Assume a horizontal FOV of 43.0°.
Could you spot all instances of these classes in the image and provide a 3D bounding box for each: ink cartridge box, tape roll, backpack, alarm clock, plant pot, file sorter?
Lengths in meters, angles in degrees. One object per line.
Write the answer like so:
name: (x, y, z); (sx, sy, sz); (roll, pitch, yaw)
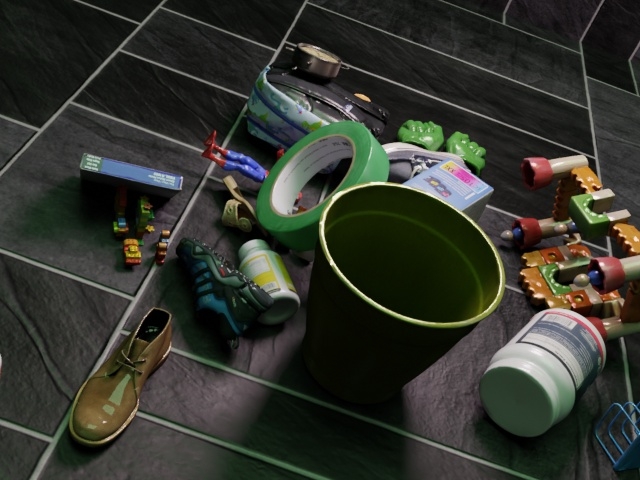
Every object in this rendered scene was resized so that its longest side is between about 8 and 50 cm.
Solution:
ink cartridge box: (0.208, 0.002, 1.890); (0.151, 0.269, 0.395); (36, 40, 21)
tape roll: (0.002, -0.126, 1.831); (0.077, 0.321, 0.321); (45, 26, -34)
backpack: (-0.028, -0.339, 2.225); (0.356, 0.273, 0.290); (39, 38, -11)
alarm clock: (0.003, -0.479, 2.197); (0.192, 0.064, 0.129); (-3, 34, -41)
ink cartridge box: (-0.428, -0.146, 1.833); (0.224, 0.045, 0.224); (12, -4, -16)
plant pot: (0.124, 0.136, 1.621); (0.367, 0.352, 0.366); (12, 43, -11)
file sorter: (0.703, 0.415, 1.762); (0.170, 0.118, 0.104); (0, 39, -25)

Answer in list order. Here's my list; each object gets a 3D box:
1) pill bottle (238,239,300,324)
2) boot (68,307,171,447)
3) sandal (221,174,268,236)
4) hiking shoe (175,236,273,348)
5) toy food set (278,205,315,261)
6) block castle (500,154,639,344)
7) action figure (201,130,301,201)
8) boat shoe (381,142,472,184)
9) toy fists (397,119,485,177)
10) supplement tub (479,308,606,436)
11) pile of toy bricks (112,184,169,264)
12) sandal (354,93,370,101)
pill bottle: (-0.119, 0.087, 1.773); (0.103, 0.103, 0.184); (-1, 44, -26)
boot: (-0.359, 0.238, 1.479); (0.112, 0.115, 0.305); (25, 40, 1)
sandal: (-0.204, -0.065, 1.954); (0.079, 0.088, 0.240); (-31, 45, -6)
hiking shoe: (-0.235, 0.095, 1.703); (0.304, 0.132, 0.113); (34, -6, 44)
toy food set: (0.000, 0.000, 1.867); (0.111, 0.104, 0.232); (25, 1, -26)
block castle: (0.622, 0.025, 2.020); (0.213, 0.303, 0.453); (-12, 45, -8)
action figure: (-0.141, -0.192, 2.024); (0.280, 0.139, 0.091); (33, 35, -25)
boat shoe: (0.288, -0.176, 2.246); (0.341, 0.127, 0.158); (-1, 37, -27)
toy fists: (0.363, -0.279, 2.432); (0.279, 0.096, 0.142); (19, 38, -1)
supplement tub: (0.480, 0.281, 1.753); (0.191, 0.191, 0.272); (39, 42, 20)
pile of toy bricks: (-0.395, -0.046, 1.799); (0.118, 0.105, 0.212); (1, 43, -24)
sandal: (0.070, -0.424, 2.479); (0.102, 0.076, 0.265); (37, 41, 18)
